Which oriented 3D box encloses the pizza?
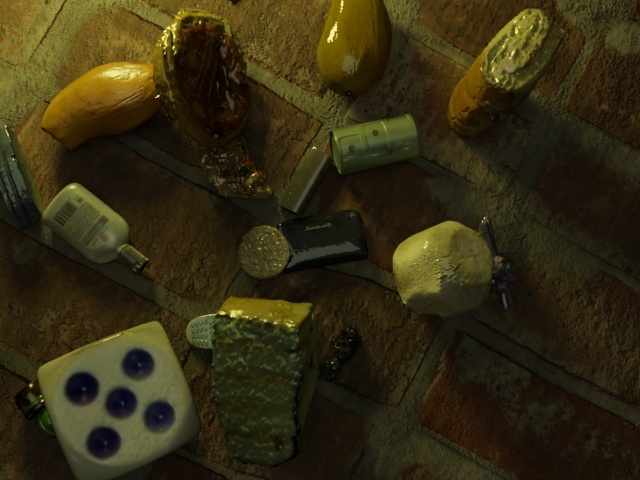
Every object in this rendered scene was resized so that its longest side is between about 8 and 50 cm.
[{"bbox_3d":[-0.234,-0.188,1.787,0.147,0.069,0.226,-30,88,-8],"label":"pizza"}]

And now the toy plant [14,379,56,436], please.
[{"bbox_3d":[-0.702,0.439,1.689,0.093,0.093,0.162,-40,89,-6],"label":"toy plant"}]

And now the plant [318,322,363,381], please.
[{"bbox_3d":[0.050,0.306,1.766,0.085,0.087,0.174,30,78,29],"label":"plant"}]

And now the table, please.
[{"bbox_3d":[0.145,-0.260,1.791,0.220,0.126,0.126,-13,86,-6],"label":"table"}]

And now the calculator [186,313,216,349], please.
[{"bbox_3d":[-0.284,0.245,1.770,0.153,0.021,0.095,-4,86,-4],"label":"calculator"}]

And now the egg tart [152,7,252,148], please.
[{"bbox_3d":[-0.326,-0.411,1.707,0.153,0.339,0.351,-8,113,34],"label":"egg tart"}]

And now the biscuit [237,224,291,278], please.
[{"bbox_3d":[-0.153,0.033,1.779,0.152,0.020,0.152,-2,84,17],"label":"biscuit"}]

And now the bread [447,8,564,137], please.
[{"bbox_3d":[0.460,-0.410,1.701,0.165,0.375,0.236,37,81,2],"label":"bread"}]

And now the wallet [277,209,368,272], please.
[{"bbox_3d":[0.000,0.000,1.801,0.250,0.044,0.149,-9,82,-4],"label":"wallet"}]

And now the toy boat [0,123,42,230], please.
[{"bbox_3d":[-0.801,-0.165,1.715,0.078,0.127,0.283,-21,85,-12],"label":"toy boat"}]

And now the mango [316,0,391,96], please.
[{"bbox_3d":[0.101,-0.549,1.804,0.195,0.142,0.331,18,82,-7],"label":"mango"}]

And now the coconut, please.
[{"bbox_3d":[0.310,0.085,1.718,0.245,0.247,0.245,14,62,-28],"label":"coconut"}]

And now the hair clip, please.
[{"bbox_3d":[0.470,0.054,1.797,0.090,0.137,0.278,-31,87,30],"label":"hair clip"}]

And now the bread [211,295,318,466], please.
[{"bbox_3d":[-0.119,0.329,1.657,0.239,0.264,0.395,2,104,15],"label":"bread"}]

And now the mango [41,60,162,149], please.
[{"bbox_3d":[-0.568,-0.365,1.740,0.359,0.144,0.187,-19,84,-3],"label":"mango"}]

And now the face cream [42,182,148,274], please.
[{"bbox_3d":[-0.583,-0.019,1.745,0.291,0.071,0.144,37,85,0],"label":"face cream"}]

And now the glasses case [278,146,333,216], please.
[{"bbox_3d":[-0.039,-0.161,1.813,0.072,0.042,0.190,29,84,7],"label":"glasses case"}]

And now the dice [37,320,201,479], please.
[{"bbox_3d":[-0.479,0.389,1.593,0.304,0.277,0.304,-22,85,-19],"label":"dice"}]
